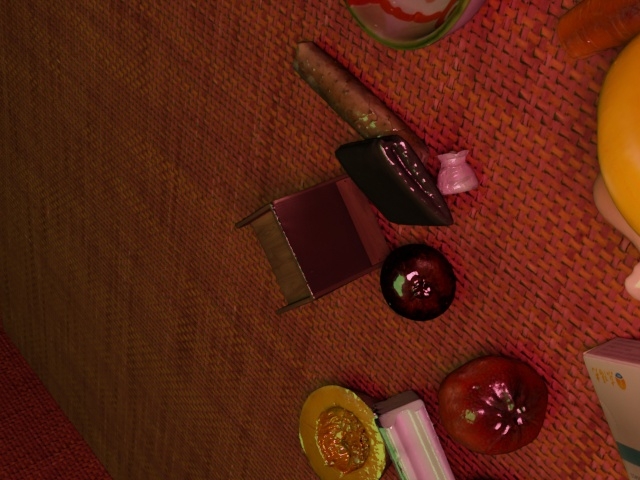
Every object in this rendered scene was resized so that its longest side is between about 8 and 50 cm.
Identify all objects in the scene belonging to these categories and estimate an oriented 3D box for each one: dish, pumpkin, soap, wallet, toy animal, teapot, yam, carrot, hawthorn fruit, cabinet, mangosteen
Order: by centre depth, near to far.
[{"bbox_3d":[0.437,-0.093,0.907,0.247,0.345,0.278,56,-176,-48],"label":"toy animal"},{"bbox_3d":[0.359,-0.267,1.002,0.193,0.087,0.087,-4,105,55],"label":"carrot"},{"bbox_3d":[0.149,-0.423,1.159,0.324,0.124,0.324,27,124,50],"label":"dish"},{"bbox_3d":[0.201,-0.104,1.319,0.083,0.064,0.064,-153,52,-83],"label":"teapot"},{"bbox_3d":[0.109,-0.091,1.357,0.169,0.052,0.245,51,168,-13],"label":"wallet"},{"bbox_3d":[0.254,0.250,1.362,0.194,0.157,0.157,3,111,62],"label":"hawthorn fruit"},{"bbox_3d":[0.061,-0.219,1.423,0.317,0.067,0.071,47,138,23],"label":"yam"},{"bbox_3d":[0.155,0.064,1.424,0.140,0.140,0.140,28,129,41],"label":"mangosteen"},{"bbox_3d":[0.000,0.000,1.495,0.148,0.215,0.175,-26,88,56],"label":"cabinet"},{"bbox_3d":[0.184,0.402,1.538,0.150,0.094,0.262,-8,-106,-88],"label":"soap"},{"bbox_3d":[0.071,0.380,1.714,0.217,0.110,0.218,10,104,47],"label":"pumpkin"}]

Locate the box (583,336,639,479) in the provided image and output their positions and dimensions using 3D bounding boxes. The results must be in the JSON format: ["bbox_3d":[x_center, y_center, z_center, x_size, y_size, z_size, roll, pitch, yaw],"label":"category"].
[{"bbox_3d":[0.454,0.232,1.049,0.343,0.065,0.200,170,79,-79],"label":"box"}]
